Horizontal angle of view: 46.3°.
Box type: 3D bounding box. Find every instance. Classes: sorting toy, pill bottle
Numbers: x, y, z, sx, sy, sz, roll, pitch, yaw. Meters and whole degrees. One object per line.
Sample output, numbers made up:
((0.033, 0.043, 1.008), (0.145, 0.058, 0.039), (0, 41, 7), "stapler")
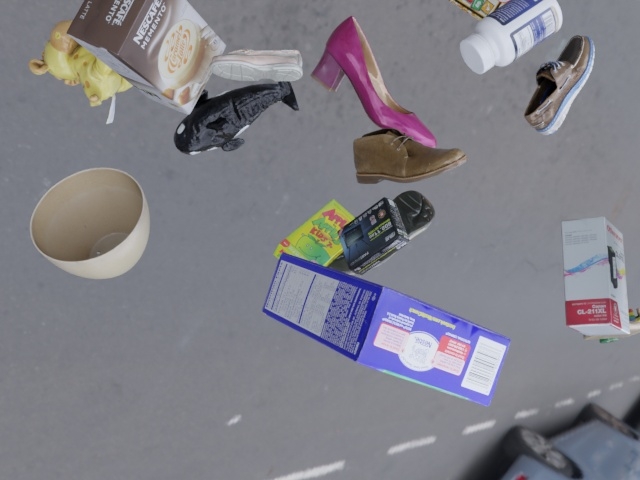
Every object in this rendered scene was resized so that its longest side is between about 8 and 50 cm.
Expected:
((0.717, 0.193, 1.772), (0.132, 0.046, 0.274), (-1, 160, -20), "sorting toy")
((0.336, -0.370, 1.335), (0.169, 0.094, 0.094), (-34, 146, -8), "pill bottle")

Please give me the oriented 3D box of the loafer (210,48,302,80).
((-0.087, -0.243, 1.023), (0.045, 0.125, 0.039), (110, -19, -69), "loafer")

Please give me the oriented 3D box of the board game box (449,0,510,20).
((0.336, -0.537, 1.540), (0.045, 0.193, 0.146), (-2, 130, -54), "board game box")

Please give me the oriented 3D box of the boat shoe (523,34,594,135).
((0.408, -0.275, 1.283), (0.066, 0.066, 0.183), (24, 87, -27), "boat shoe")

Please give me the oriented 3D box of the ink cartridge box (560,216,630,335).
((0.447, 0.060, 1.219), (0.127, 0.072, 0.175), (21, 66, -53), "ink cartridge box")

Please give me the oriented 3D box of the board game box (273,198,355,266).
((0.000, 0.000, 1.512), (0.181, 0.092, 0.043), (-41, 168, -38), "board game box")

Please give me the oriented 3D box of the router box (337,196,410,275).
((0.095, -0.007, 1.362), (0.122, 0.092, 0.038), (-37, 142, 27), "router box")

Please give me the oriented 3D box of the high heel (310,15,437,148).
((0.164, -0.386, 1.862), (0.181, 0.377, 0.127), (-56, 178, 20), "high heel")

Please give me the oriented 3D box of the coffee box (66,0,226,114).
((-0.262, -0.314, 1.176), (0.141, 0.098, 0.246), (-64, 162, -2), "coffee box")

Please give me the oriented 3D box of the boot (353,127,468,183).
((0.191, -0.197, 1.700), (0.112, 0.305, 0.115), (-29, 111, -43), "boot")

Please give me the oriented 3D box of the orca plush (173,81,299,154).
((-0.186, -0.248, 1.596), (0.287, 0.102, 0.151), (-12, 121, 3), "orca plush")

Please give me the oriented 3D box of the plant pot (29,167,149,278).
((-0.545, -0.013, 1.871), (0.284, 0.284, 0.191), (-43, 149, -19), "plant pot")

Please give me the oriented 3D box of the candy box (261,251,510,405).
((0.093, 0.136, 1.204), (0.268, 0.317, 0.122), (24, 87, -30), "candy box")

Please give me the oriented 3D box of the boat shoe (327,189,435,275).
((0.121, 0.003, 1.684), (0.324, 0.122, 0.120), (-27, 166, -30), "boat shoe")

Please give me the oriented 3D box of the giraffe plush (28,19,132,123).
((-0.454, -0.356, 1.452), (0.181, 0.170, 0.210), (-29, 142, -78), "giraffe plush")
